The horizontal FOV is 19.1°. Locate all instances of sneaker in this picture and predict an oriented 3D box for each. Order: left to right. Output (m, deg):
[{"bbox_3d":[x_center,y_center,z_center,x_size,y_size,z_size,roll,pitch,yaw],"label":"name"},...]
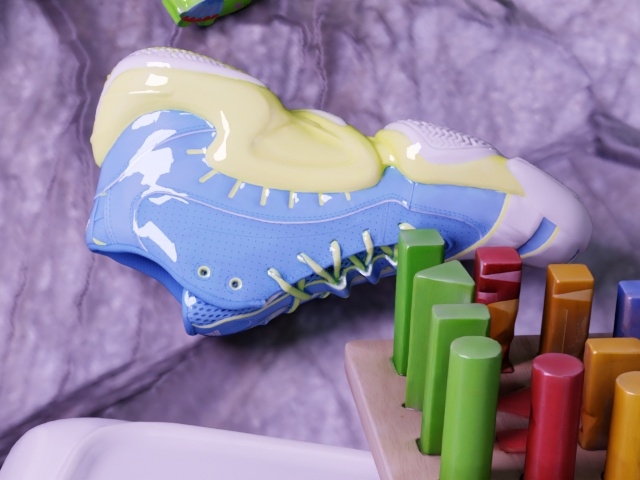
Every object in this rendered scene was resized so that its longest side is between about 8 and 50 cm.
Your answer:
[{"bbox_3d":[0.000,0.000,0.891,0.240,0.091,0.126,17,80,7],"label":"sneaker"}]

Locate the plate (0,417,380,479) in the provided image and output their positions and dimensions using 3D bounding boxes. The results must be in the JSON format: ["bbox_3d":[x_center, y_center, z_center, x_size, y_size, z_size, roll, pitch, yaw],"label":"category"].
[{"bbox_3d":[-0.012,0.145,0.731,0.277,0.045,0.278,9,23,2],"label":"plate"}]

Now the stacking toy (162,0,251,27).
[{"bbox_3d":[-0.145,-0.181,0.941,0.221,0.052,0.167,-7,57,-46],"label":"stacking toy"}]

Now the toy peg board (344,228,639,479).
[{"bbox_3d":[0.102,0.054,0.802,0.160,0.079,0.161,-1,25,-8],"label":"toy peg board"}]
